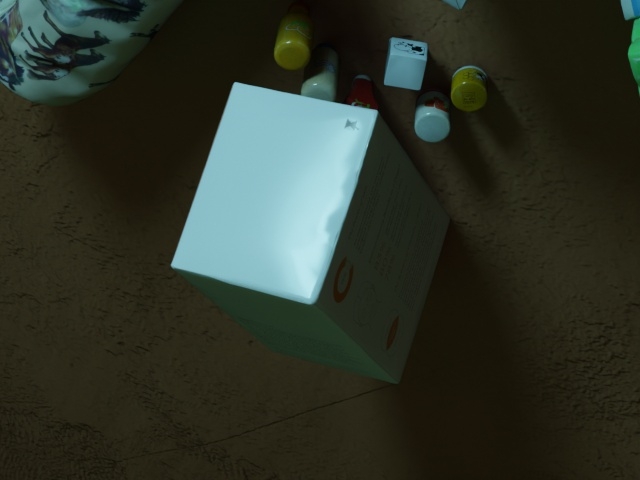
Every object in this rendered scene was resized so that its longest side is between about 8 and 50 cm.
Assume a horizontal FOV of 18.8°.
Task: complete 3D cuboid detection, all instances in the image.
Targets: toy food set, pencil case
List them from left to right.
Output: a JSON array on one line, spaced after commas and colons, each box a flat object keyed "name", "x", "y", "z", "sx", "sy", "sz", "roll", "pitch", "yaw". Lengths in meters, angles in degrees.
[{"name": "pencil case", "x": -0.236, "y": -0.296, "z": 2.078, "sx": 0.183, "sy": 0.160, "sz": 0.410, "roll": 23, "pitch": 145, "yaw": -20}, {"name": "toy food set", "x": 0.064, "y": -0.182, "z": 2.095, "sx": 0.232, "sy": 0.104, "sz": 0.111, "roll": 9, "pitch": 126, "yaw": -2}]

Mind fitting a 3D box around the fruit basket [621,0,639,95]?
[{"name": "fruit basket", "x": 0.474, "y": -0.148, "z": 1.796, "sx": 0.353, "sy": 0.165, "sz": 0.327, "roll": 0, "pitch": 132, "yaw": 28}]

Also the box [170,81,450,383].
[{"name": "box", "x": 0.000, "y": 0.000, "z": 2.105, "sx": 0.168, "sy": 0.215, "sz": 0.345, "roll": 13, "pitch": 166, "yaw": 20}]

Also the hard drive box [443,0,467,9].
[{"name": "hard drive box", "x": 0.104, "y": -0.346, "z": 1.755, "sx": 0.181, "sy": 0.232, "sz": 0.089, "roll": 29, "pitch": 141, "yaw": 1}]
